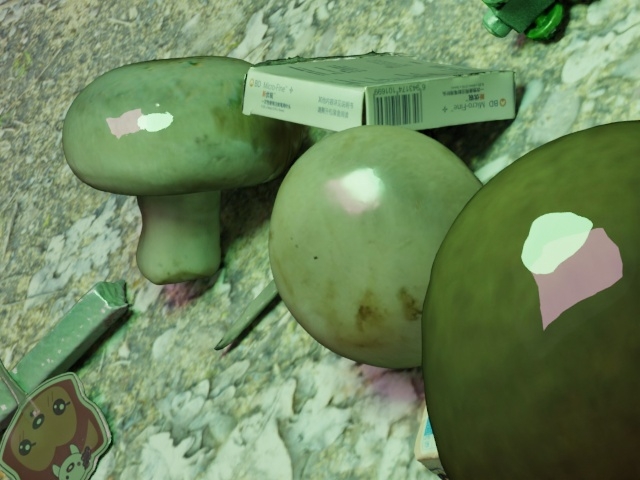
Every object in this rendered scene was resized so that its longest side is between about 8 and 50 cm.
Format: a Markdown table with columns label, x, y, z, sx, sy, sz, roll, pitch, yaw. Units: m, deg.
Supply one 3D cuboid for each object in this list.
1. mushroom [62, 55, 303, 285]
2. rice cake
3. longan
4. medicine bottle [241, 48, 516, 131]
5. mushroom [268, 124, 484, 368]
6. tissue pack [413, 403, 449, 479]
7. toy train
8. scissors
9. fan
| label | x | y | z | sx | sy | sz | roll | pitch | yaw |
| --- | --- | --- | --- | --- | --- | --- | --- | --- | --- |
| mushroom | -0.134 | -0.072 | 1.745 | 0.243 | 0.243 | 0.243 | -32 | 40 | 32 |
| rice cake | -0.308 | 0.144 | 1.898 | 0.290 | 0.051 | 0.081 | -43 | 2 | 18 |
| longan | 0.196 | 0.069 | 1.124 | 0.297 | 0.297 | 0.297 | -32 | 40 | 32 |
| medicine bottle | 0.050 | -0.136 | 1.575 | 0.201 | 0.171 | 0.052 | 16 | 112 | 55 |
| mushroom | 0.068 | -0.005 | 1.452 | 0.207 | 0.207 | 0.215 | -29 | 7 | 35 |
| tissue pack | 0.125 | 0.144 | 1.330 | 0.094 | 0.059 | 0.074 | -15 | 48 | 45 |
| toy train | 0.235 | -0.283 | 1.547 | 0.251 | 0.085 | 0.119 | -39 | 31 | 20 |
| scissors | 0.000 | 0.000 | 1.649 | 0.300 | 0.022 | 0.109 | -48 | 30 | 13 |
| fan | -0.297 | 0.184 | 1.820 | 0.132 | 0.009 | 0.220 | -50 | 52 | 6 |
